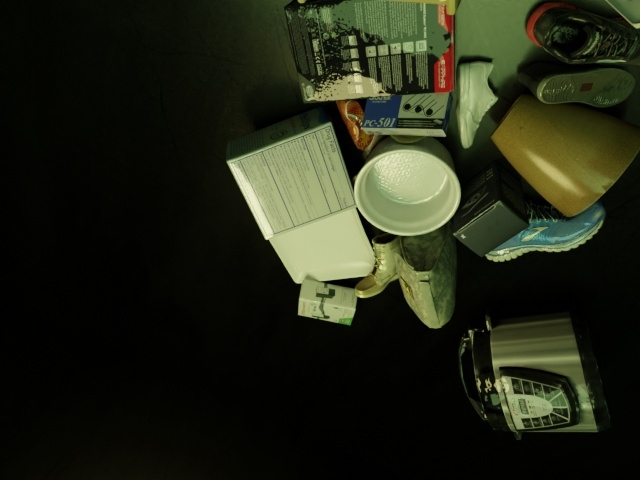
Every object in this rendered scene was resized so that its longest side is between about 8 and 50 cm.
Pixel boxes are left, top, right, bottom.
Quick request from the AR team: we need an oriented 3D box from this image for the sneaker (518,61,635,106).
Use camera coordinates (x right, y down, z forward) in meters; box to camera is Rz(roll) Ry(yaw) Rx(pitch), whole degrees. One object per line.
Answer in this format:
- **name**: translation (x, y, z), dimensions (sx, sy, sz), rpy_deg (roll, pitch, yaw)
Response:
- **sneaker**: translation (0.562, -0.355, 0.960), dimensions (0.222, 0.118, 0.083), rpy_deg (0, 128, -8)

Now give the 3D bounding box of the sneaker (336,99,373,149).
- **sneaker**: translation (0.095, -0.317, 1.171), dimensions (0.064, 0.067, 0.175), rpy_deg (-35, 139, -5)

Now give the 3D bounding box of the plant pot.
- **plant pot**: translation (0.540, -0.224, 1.011), dimensions (0.254, 0.237, 0.237), rpy_deg (36, 133, 8)

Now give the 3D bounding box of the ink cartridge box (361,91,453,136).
- **ink cartridge box**: translation (0.211, -0.312, 1.076), dimensions (0.207, 0.097, 0.046), rpy_deg (10, 175, 28)

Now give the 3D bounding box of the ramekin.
- **ramekin**: translation (0.239, -0.159, 1.201), dimensions (0.277, 0.135, 0.277), rpy_deg (8, 132, 10)

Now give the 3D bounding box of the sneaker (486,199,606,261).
- **sneaker**: translation (0.588, -0.046, 1.192), dimensions (0.330, 0.129, 0.147), rpy_deg (-20, 123, 32)

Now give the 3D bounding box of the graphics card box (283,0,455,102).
- **graphics card box**: translation (0.119, -0.455, 1.016), dimensions (0.371, 0.094, 0.232), rpy_deg (0, 130, 17)

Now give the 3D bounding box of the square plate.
- **square plate**: translation (0.000, 0.000, 1.480), dimensions (0.347, 0.049, 0.344), rpy_deg (-9, 128, 25)

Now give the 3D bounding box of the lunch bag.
- **lunch bag**: translation (0.315, 0.083, 1.288), dimensions (0.169, 0.287, 0.235), rpy_deg (-5, 129, 22)

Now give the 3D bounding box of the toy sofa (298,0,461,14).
- **toy sofa**: translation (0.121, -0.569, 0.846), dimensions (0.363, 0.177, 0.150), rpy_deg (18, 157, 24)

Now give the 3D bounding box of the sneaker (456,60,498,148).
- **sneaker**: translation (0.381, -0.324, 1.060), dimensions (0.094, 0.080, 0.212), rpy_deg (-6, 127, 8)

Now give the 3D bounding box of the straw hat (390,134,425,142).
- **straw hat**: translation (0.245, -0.308, 1.120), dimensions (0.145, 0.144, 0.061), rpy_deg (-10, 167, 26)

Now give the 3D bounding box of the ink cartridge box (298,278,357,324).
- **ink cartridge box**: translation (0.025, 0.230, 1.620), dimensions (0.209, 0.086, 0.153), rpy_deg (11, 147, 3)

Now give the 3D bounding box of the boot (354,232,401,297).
- **boot**: translation (0.186, 0.075, 1.405), dimensions (0.077, 0.213, 0.165), rpy_deg (36, 151, 50)

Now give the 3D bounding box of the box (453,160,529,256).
- **box**: translation (0.443, -0.085, 1.151), dimensions (0.108, 0.207, 0.153), rpy_deg (36, 131, -13)

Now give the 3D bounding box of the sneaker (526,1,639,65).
- **sneaker**: translation (0.565, -0.403, 0.884), dimensions (0.276, 0.135, 0.097), rpy_deg (15, 131, 4)

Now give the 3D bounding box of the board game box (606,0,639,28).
- **board game box**: translation (0.547, -0.545, 0.608), dimensions (0.050, 0.389, 0.390), rpy_deg (18, 136, -25)

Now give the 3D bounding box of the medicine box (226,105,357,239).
- **medicine box**: translation (-0.075, -0.184, 1.214), dimensions (0.289, 0.149, 0.263), rpy_deg (-20, 124, 2)

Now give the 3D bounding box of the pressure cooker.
- **pressure cooker**: translation (0.672, 0.435, 1.423), dimensions (0.421, 0.369, 0.375), rpy_deg (-13, 141, 29)
